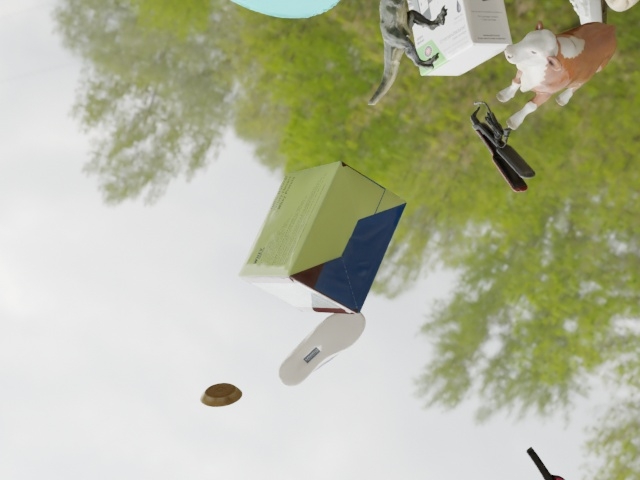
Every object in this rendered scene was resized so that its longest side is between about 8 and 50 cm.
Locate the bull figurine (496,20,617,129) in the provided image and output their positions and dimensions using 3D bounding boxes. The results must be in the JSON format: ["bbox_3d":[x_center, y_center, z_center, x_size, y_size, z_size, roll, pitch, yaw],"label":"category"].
[{"bbox_3d":[0.395,-0.294,1.685,0.310,0.188,0.101,-21,-110,-43],"label":"bull figurine"}]

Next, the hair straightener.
[{"bbox_3d":[0.379,-0.212,2.059,0.047,0.089,0.230,-8,-125,-26],"label":"hair straightener"}]

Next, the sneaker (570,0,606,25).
[{"bbox_3d":[0.499,-0.525,1.984,0.123,0.290,0.106,-10,175,21],"label":"sneaker"}]

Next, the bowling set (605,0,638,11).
[{"bbox_3d":[0.496,-0.406,1.274,0.287,0.154,0.200,-4,-110,-16],"label":"bowling set"}]

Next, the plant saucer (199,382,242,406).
[{"bbox_3d":[-0.193,0.296,1.925,0.083,0.015,0.083,-5,-160,2],"label":"plant saucer"}]

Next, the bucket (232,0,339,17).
[{"bbox_3d":[-0.055,-0.459,1.392,0.281,0.281,0.183,20,-113,-7],"label":"bucket"}]

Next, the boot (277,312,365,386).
[{"bbox_3d":[0.001,0.184,1.785,0.069,0.190,0.086,52,-175,-3],"label":"boot"}]

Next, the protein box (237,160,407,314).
[{"bbox_3d":[0.000,0.000,1.583,0.136,0.200,0.201,30,165,-23],"label":"protein box"}]

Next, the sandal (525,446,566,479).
[{"bbox_3d":[0.356,0.363,1.424,0.067,0.040,0.179,55,-175,-49],"label":"sandal"}]

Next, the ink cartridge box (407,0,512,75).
[{"bbox_3d":[0.289,-0.516,2.140,0.114,0.273,0.198,-6,171,-29],"label":"ink cartridge box"}]

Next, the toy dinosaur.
[{"bbox_3d":[0.146,-0.346,1.670,0.118,0.268,0.064,13,-146,18],"label":"toy dinosaur"}]
